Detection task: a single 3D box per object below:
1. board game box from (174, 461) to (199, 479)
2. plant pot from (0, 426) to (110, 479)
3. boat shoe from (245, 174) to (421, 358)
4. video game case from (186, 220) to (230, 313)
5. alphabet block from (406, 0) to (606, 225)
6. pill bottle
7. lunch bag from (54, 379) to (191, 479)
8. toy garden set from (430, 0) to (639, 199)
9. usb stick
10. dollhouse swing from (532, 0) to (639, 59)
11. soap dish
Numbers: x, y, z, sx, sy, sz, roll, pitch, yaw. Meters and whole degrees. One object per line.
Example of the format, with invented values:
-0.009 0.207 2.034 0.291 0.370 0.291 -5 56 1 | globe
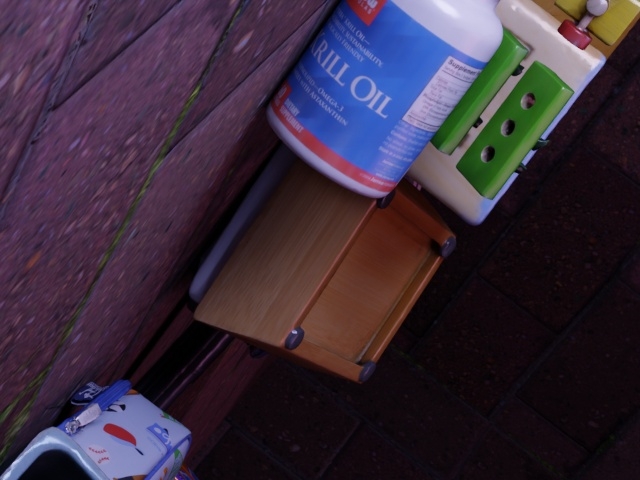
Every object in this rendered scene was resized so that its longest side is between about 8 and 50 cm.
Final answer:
-0.187 0.464 1.936 0.356 0.356 0.356 -42 175 -6 | board game box
-0.250 0.338 1.390 0.252 0.247 0.248 -32 -167 48 | plant pot
0.000 0.000 2.013 0.340 0.127 0.158 -55 -177 43 | boat shoe
-0.071 -0.014 1.863 0.173 0.022 0.190 -51 176 -18 | video game case
0.126 -0.147 1.685 0.193 0.197 0.192 -53 177 4 | alphabet block
0.065 -0.154 1.437 0.221 0.124 0.124 -54 176 16 | pill bottle
-0.250 0.264 1.620 0.303 0.115 0.243 -53 174 23 | lunch bag
0.144 -0.175 1.495 0.049 0.244 0.204 21 112 -42 | toy garden set
-0.174 0.161 1.901 0.278 0.045 0.077 -48 -179 8 | usb stick
0.242 -0.365 2.114 0.315 0.305 0.347 1 143 -30 | dollhouse swing
0.012 0.022 1.808 0.229 0.118 0.291 -56 156 1 | soap dish
